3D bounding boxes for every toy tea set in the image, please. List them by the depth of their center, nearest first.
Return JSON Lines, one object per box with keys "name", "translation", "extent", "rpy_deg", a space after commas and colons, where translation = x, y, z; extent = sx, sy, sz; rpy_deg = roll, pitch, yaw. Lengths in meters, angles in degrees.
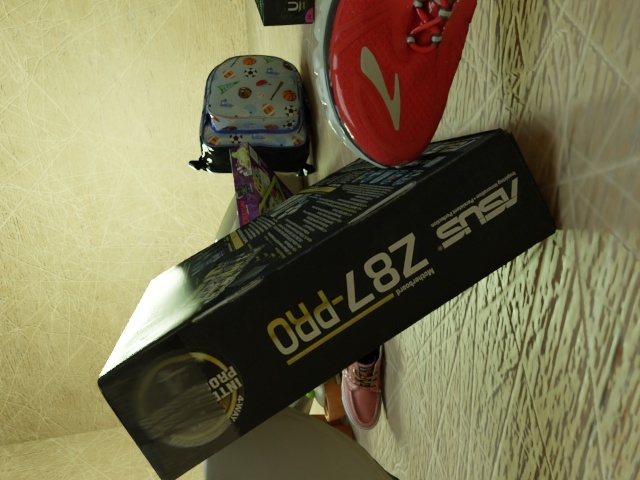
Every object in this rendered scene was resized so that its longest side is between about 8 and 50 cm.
{"name": "toy tea set", "translation": [-0.004, 0.403, 1.296], "extent": [0.200, 0.124, 0.336], "rpy_deg": [-111, 17, -55]}

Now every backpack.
{"name": "backpack", "translation": [-0.147, -0.289, 1.313], "extent": [0.213, 0.277, 0.263], "rpy_deg": [104, 164, -52]}

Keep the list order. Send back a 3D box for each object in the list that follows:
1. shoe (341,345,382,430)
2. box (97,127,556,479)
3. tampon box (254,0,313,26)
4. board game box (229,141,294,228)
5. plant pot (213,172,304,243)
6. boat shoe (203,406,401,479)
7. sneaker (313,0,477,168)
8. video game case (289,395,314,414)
{"name": "shoe", "translation": [0.066, 0.211, 0.938], "extent": [0.081, 0.064, 0.177], "rpy_deg": [106, 160, -78]}
{"name": "box", "translation": [-0.022, 0.021, 0.571], "extent": [0.097, 0.318, 0.395], "rpy_deg": [61, 173, -10]}
{"name": "tampon box", "translation": [-0.076, -0.507, 1.157], "extent": [0.161, 0.102, 0.120], "rpy_deg": [-108, 14, -46]}
{"name": "board game box", "translation": [-0.079, -0.029, 1.240], "extent": [0.347, 0.056, 0.208], "rpy_deg": [48, -158, -58]}
{"name": "plant pot", "translation": [-0.136, -0.054, 1.520], "extent": [0.256, 0.257, 0.274], "rpy_deg": [-120, 42, -67]}
{"name": "boat shoe", "translation": [0.047, 0.262, 0.490], "extent": [0.340, 0.127, 0.158], "rpy_deg": [42, 169, 5]}
{"name": "sneaker", "translation": [0.072, -0.183, 0.387], "extent": [0.118, 0.107, 0.279], "rpy_deg": [-144, 65, -66]}
{"name": "video game case", "translation": [-0.101, 0.432, 1.382], "extent": [0.244, 0.061, 0.269], "rpy_deg": [-47, -20, -39]}
